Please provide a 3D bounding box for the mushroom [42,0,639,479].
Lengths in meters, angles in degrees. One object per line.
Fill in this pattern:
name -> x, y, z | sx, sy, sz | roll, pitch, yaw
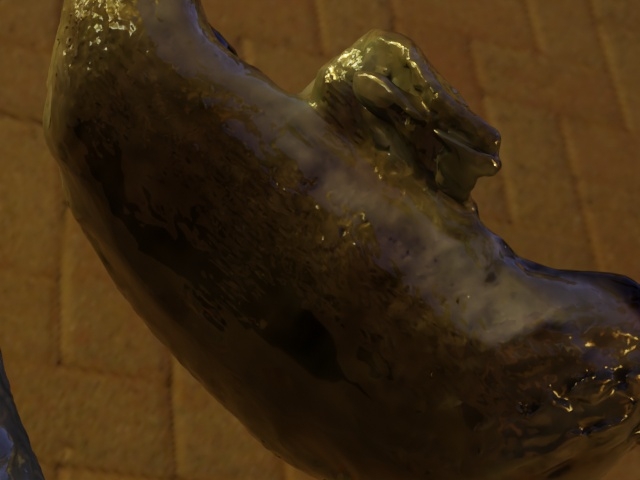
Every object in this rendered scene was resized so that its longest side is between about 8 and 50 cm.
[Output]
mushroom -> -0.002, 0.001, 0.750 | 0.344, 0.247, 0.130 | 44, 64, 6

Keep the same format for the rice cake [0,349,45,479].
rice cake -> -0.148, -0.043, 0.460 | 0.063, 0.066, 0.336 | 13, 54, -64
